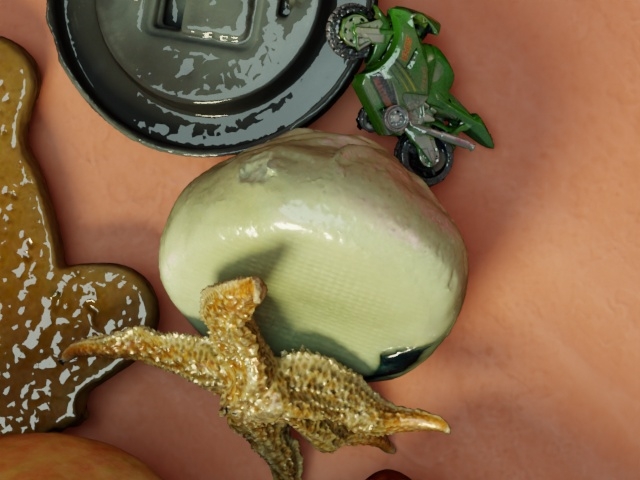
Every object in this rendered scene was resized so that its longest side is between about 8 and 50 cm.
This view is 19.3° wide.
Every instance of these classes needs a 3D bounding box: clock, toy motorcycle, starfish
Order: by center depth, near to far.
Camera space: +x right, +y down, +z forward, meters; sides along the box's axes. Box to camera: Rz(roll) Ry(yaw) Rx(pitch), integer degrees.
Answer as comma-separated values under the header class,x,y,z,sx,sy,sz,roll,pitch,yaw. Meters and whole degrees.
class,x,y,z,sx,sy,sz,roll,pitch,yaw
starfish,-0.048,0.153,1.700,0.301,0.293,0.084,-26,39,42
toy motorcycle,0.082,-0.145,1.738,0.106,0.074,0.190,-33,103,-16
clock,-0.102,-0.239,1.802,0.325,0.067,0.325,0,88,11

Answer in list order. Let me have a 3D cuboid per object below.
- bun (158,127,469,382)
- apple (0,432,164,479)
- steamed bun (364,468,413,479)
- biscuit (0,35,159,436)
class,x,y,z,sx,sy,sz,roll,pitch,yaw
bun,0.000,0.000,1.697,0.283,0.283,0.179,8,52,11
apple,-0.275,0.368,1.638,0.391,0.346,0.392,7,99,48
steamed bun,0.097,0.403,1.634,0.235,0.248,0.379,-37,51,3
biscuit,-0.371,0.034,1.842,0.368,0.076,0.394,-30,79,8
